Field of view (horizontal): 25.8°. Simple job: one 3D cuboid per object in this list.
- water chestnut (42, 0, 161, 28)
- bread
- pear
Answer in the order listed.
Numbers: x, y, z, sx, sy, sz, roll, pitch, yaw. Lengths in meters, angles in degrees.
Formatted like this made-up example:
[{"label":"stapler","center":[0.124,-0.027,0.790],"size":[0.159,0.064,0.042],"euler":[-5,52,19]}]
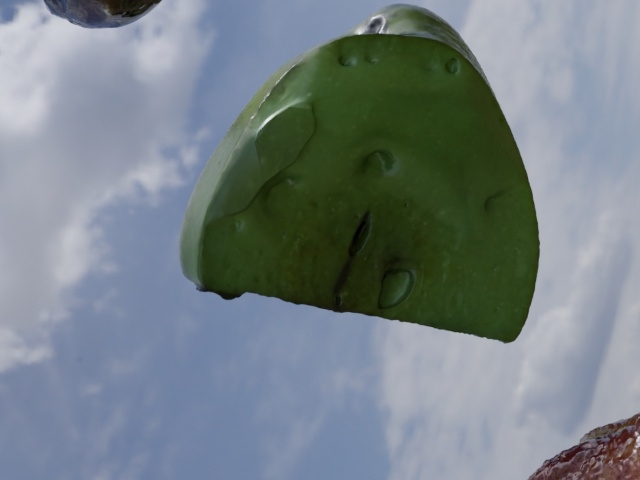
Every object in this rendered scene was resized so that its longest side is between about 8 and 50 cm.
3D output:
[{"label":"water chestnut","center":[-0.330,-0.408,1.833],"size":[0.300,0.300,0.300],"euler":[12,-90,-69]},{"label":"bread","center":[0.276,0.158,1.072],"size":[0.139,0.269,0.095],"euler":[-10,-92,-48]},{"label":"pear","center":[0.046,-0.077,1.370],"size":[0.238,0.342,0.318],"euler":[-151,74,-72]}]
